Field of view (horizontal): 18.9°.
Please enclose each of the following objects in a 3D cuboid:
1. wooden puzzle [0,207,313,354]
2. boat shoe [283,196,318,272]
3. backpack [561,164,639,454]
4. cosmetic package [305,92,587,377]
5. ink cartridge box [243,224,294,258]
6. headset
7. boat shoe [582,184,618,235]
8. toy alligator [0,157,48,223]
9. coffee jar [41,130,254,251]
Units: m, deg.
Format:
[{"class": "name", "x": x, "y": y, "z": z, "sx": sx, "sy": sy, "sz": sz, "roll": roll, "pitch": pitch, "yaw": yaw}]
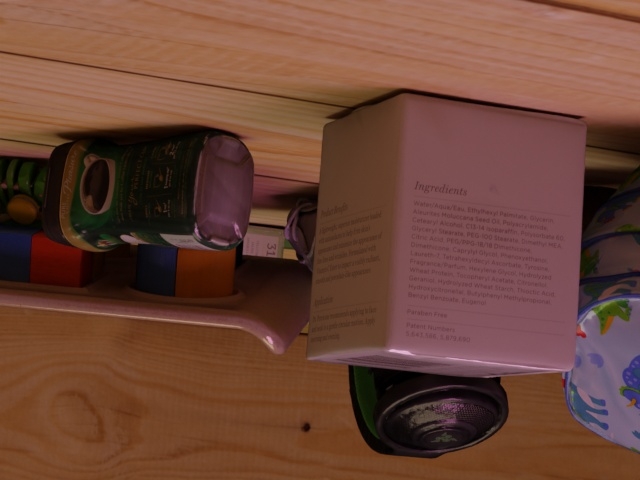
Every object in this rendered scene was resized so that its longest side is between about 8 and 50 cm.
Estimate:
[{"class": "wooden puzzle", "x": -0.178, "y": 0.017, "z": 1.841, "sx": 0.348, "sy": 0.080, "sz": 0.322, "roll": 10, "pitch": -171, "yaw": 6}, {"class": "boat shoe", "x": 0.001, "y": -0.001, "z": 1.873, "sx": 0.081, "sy": 0.079, "sz": 0.227, "roll": 31, "pitch": 176, "yaw": 5}, {"class": "backpack", "x": 0.349, "y": 0.072, "z": 1.418, "sx": 0.355, "sy": 0.273, "sz": 0.290, "roll": 38, "pitch": 156, "yaw": 26}, {"class": "cosmetic package", "x": 0.089, "y": 0.001, "z": 1.395, "sx": 0.151, "sy": 0.183, "sz": 0.151, "roll": 8, "pitch": 172, "yaw": -21}, {"class": "ink cartridge box", "x": -0.064, "y": 0.017, "z": 2.190, "sx": 0.235, "sy": 0.056, "sz": 0.171, "roll": 8, "pitch": 172, "yaw": -15}, {"class": "headset", "x": 0.092, "y": 0.081, "z": 1.844, "sx": 0.185, "sy": 0.243, "sz": 0.394, "roll": 7, "pitch": 169, "yaw": -20}, {"class": "boat shoe", "x": 0.282, "y": 0.033, "z": 1.635, "sx": 0.341, "sy": 0.110, "sz": 0.121, "roll": 8, "pitch": -153, "yaw": 7}, {"class": "toy alligator", "x": -0.260, "y": -0.051, "z": 1.759, "sx": 0.190, "sy": 0.056, "sz": 0.051, "roll": 2, "pitch": 132, "yaw": 18}, {"class": "coffee jar", "x": -0.146, "y": -0.039, "z": 1.584, "sx": 0.184, "sy": 0.096, "sz": 0.079, "roll": 0, "pitch": 169, "yaw": 37}]
